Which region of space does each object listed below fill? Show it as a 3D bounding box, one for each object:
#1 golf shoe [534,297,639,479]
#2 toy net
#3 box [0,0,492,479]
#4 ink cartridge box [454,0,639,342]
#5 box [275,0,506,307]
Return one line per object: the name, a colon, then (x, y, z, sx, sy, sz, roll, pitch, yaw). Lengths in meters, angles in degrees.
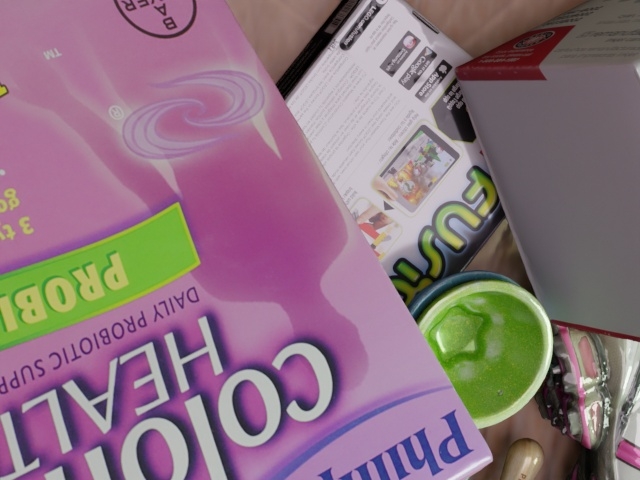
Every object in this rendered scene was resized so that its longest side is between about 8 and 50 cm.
golf shoe: (0.152, 0.105, 0.811, 0.086, 0.067, 0.186, -16, 104, -11)
toy net: (0.054, 0.124, 0.784, 0.122, 0.045, 0.232, -22, 115, -14)
box: (-0.098, 0.034, 0.637, 0.213, 0.117, 0.243, -24, 82, -37)
ink cartridge box: (0.176, -0.052, 0.733, 0.176, 0.128, 0.127, -29, 106, -23)
box: (0.000, 0.000, 0.778, 0.114, 0.036, 0.207, 38, 92, -15)
